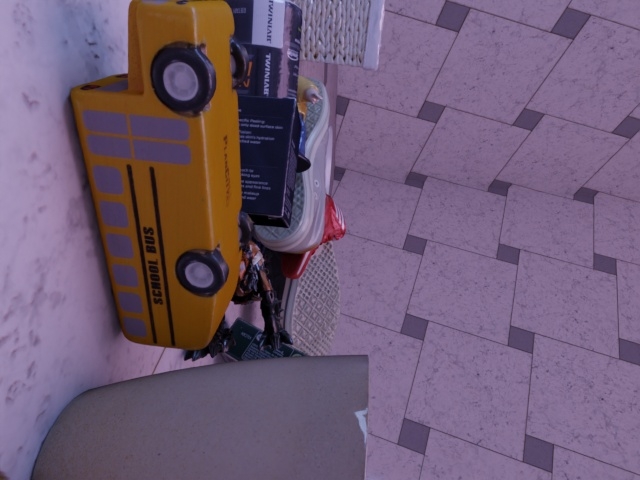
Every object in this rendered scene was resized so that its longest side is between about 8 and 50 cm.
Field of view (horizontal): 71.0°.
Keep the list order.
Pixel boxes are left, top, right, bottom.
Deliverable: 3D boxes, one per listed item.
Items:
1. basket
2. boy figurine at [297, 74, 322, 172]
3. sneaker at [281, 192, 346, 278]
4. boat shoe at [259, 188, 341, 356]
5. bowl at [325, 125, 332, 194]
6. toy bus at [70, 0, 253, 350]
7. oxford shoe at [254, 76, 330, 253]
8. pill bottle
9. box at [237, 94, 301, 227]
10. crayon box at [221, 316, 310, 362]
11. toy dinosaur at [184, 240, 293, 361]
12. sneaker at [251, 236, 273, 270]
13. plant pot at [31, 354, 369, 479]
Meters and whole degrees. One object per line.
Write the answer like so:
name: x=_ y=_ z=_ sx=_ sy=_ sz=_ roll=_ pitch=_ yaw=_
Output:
basket: x=0.062 y=-0.692 z=1.306 sx=0.328 sy=0.266 sz=0.332 roll=-76 pitch=170 yaw=-59
boy figurine: x=-0.076 y=-0.262 z=0.868 sx=0.092 sy=0.177 sz=0.285 roll=25 pitch=54 yaw=-55
sneaker: x=0.000 y=0.000 z=1.008 sx=0.128 sy=0.087 sz=0.221 roll=33 pitch=69 yaw=-37
boat shoe: x=-0.063 y=0.082 z=1.112 sx=0.186 sy=0.155 sz=0.501 roll=-8 pitch=95 yaw=-45
bowl: x=-0.041 y=-0.221 z=1.438 sx=0.298 sy=0.133 sz=0.298 roll=5 pitch=90 yaw=-85
toy bus: x=-0.144 y=-0.052 z=0.444 sx=0.108 sy=0.130 sz=0.333 roll=-74 pitch=169 yaw=-60
oxford shoe: x=-0.054 y=-0.164 z=0.962 sx=0.130 sy=0.169 sz=0.450 roll=51 pitch=36 yaw=-55
pill bottle: x=-0.100 y=-0.247 z=0.721 sx=0.130 sy=0.130 sz=0.246 roll=-62 pitch=157 yaw=-78
box: x=-0.112 y=-0.105 z=0.603 sx=0.093 sy=0.155 sz=0.159 roll=64 pitch=32 yaw=-82
crayon box: x=-0.097 y=0.304 z=0.985 sx=0.081 sy=0.202 sz=0.319 roll=-56 pitch=162 yaw=-29
toy dinosaur: x=-0.131 y=0.068 z=0.733 sx=0.322 sy=0.164 sz=0.219 roll=0 pitch=80 yaw=-64
sneaker: x=-0.135 y=0.005 z=0.891 sx=0.058 sy=0.084 sz=0.152 roll=-78 pitch=172 yaw=-50
plant pot: x=-0.102 y=0.222 z=0.423 sx=0.256 sy=0.273 sz=0.257 roll=6 pitch=90 yaw=-84
